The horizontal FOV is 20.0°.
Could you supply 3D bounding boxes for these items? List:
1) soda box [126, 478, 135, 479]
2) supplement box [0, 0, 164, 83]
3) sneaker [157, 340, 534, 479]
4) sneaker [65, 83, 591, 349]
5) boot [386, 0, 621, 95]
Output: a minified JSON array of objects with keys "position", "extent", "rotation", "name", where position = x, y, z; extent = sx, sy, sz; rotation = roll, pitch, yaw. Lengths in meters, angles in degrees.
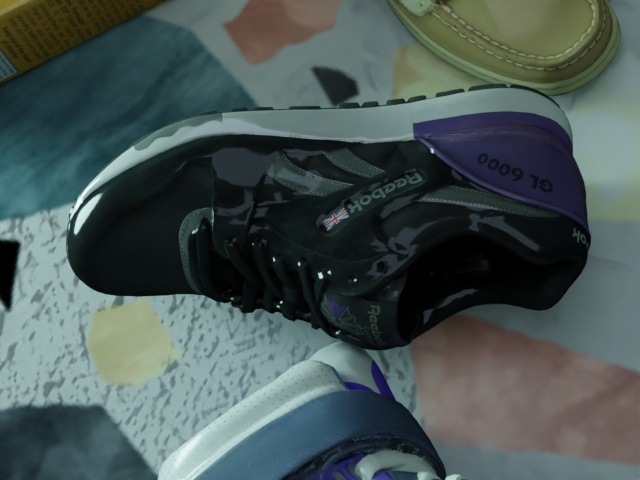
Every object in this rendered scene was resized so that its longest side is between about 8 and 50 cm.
[{"position":[-0.169,0.176,0.971],"extent":[0.169,0.053,0.060],"rotation":[-12,69,7],"name":"soda box"},{"position":[-0.168,-0.157,1.082],"extent":[0.233,0.080,0.078],"rotation":[-26,68,2],"name":"supplement box"},{"position":[0.056,0.127,0.875],"extent":[0.322,0.130,0.236],"rotation":[-21,50,19],"name":"sneaker"},{"position":[0.000,0.000,0.957],"extent":[0.283,0.107,0.124],"rotation":[-11,47,7],"name":"sneaker"},{"position":[0.053,-0.204,0.987],"extent":[0.095,0.203,0.262],"rotation":[-40,67,-5],"name":"boot"}]
